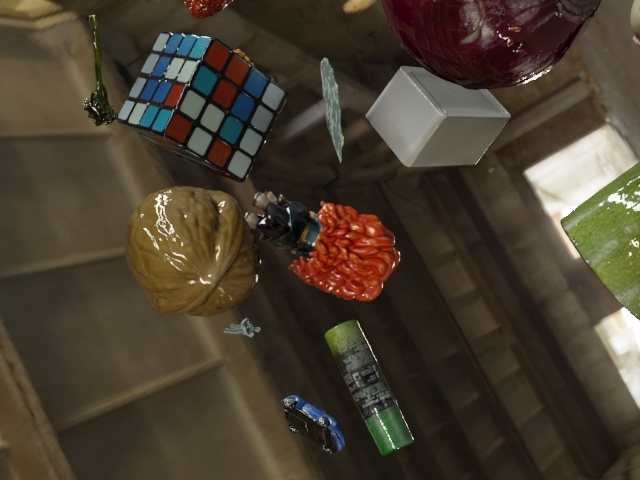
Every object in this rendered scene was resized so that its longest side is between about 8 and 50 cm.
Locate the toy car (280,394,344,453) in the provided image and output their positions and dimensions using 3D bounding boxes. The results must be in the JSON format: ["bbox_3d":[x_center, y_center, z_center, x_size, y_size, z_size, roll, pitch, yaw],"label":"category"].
[{"bbox_3d":[-0.015,0.458,2.251,0.063,0.216,0.103,-34,-52,-34],"label":"toy car"}]

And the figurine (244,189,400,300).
[{"bbox_3d":[-0.006,-0.001,2.315,0.412,0.241,0.306,23,167,33],"label":"figurine"}]

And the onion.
[{"bbox_3d":[0.230,-0.331,1.204,0.337,0.282,0.260,22,-102,-58],"label":"onion"}]

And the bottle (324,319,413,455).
[{"bbox_3d":[0.118,0.360,2.200,0.330,0.093,0.093,64,-163,16],"label":"bottle"}]

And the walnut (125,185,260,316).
[{"bbox_3d":[-0.279,0.028,1.977,0.333,0.333,0.332,52,-162,-25],"label":"walnut"}]

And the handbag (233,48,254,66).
[{"bbox_3d":[-0.235,-0.521,2.634,0.083,0.061,0.027,48,-128,-36],"label":"handbag"}]

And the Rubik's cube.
[{"bbox_3d":[-0.169,-0.193,1.289,0.155,0.154,0.151,31,175,-40],"label":"Rubik's cube"}]

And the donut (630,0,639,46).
[{"bbox_3d":[0.726,-0.357,1.597,0.383,0.142,0.382,26,-170,-5],"label":"donut"}]

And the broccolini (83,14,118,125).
[{"bbox_3d":[-0.511,-0.389,2.061,0.071,0.058,0.254,-13,-68,-36],"label":"broccolini"}]

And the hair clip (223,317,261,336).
[{"bbox_3d":[-0.171,0.180,1.892,0.030,0.115,0.039,-32,-77,-31],"label":"hair clip"}]

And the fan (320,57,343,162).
[{"bbox_3d":[0.022,-0.250,1.663,0.131,0.009,0.240,97,165,-57],"label":"fan"}]

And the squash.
[{"bbox_3d":[0.683,-0.052,1.683,0.263,0.384,0.263,43,-160,-20],"label":"squash"}]

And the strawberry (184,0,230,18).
[{"bbox_3d":[-0.309,-0.717,2.519,0.184,0.187,0.201,27,-100,-72],"label":"strawberry"}]

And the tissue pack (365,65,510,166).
[{"bbox_3d":[0.247,-0.256,1.851,0.246,0.136,0.159,-5,-129,-44],"label":"tissue pack"}]
